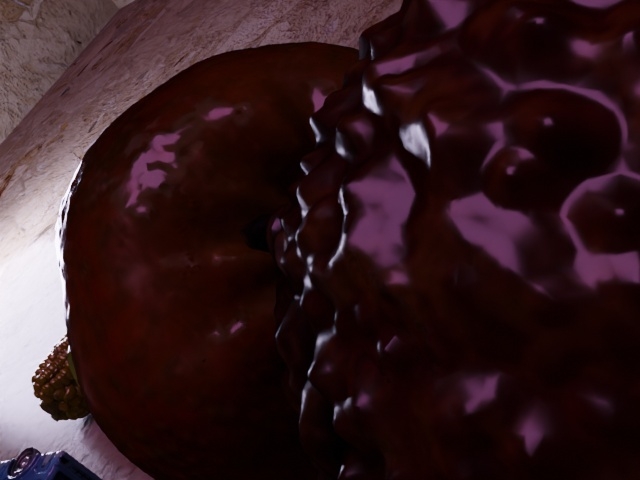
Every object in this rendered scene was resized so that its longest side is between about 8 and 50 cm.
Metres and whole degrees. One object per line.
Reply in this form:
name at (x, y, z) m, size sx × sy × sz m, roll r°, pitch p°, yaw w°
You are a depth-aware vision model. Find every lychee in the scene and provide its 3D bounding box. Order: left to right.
lychee at (0.164, 0.026, 0.485) m, size 0.500 × 0.425 × 0.425 m, roll 14°, pitch 53°, yaw 25°

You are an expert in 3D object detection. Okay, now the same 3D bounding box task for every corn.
corn at (-0.273, 0.120, 1.267) m, size 0.292 × 0.101 × 0.101 m, roll -48°, pitch 28°, yaw -24°

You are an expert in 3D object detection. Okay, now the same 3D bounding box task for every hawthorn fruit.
hawthorn fruit at (-0.034, 0.035, 0.826) m, size 0.402 × 0.403 × 0.403 m, roll -30°, pitch 29°, yaw 18°

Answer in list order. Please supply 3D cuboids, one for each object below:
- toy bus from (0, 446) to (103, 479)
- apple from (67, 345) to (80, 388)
toy bus at (-0.373, 0.324, 1.069) m, size 0.297 × 0.106 × 0.131 m, roll -18°, pitch 36°, yaw 39°
apple at (-0.229, 0.140, 1.116) m, size 0.146 × 0.147 × 0.163 m, roll -17°, pitch 36°, yaw 38°
